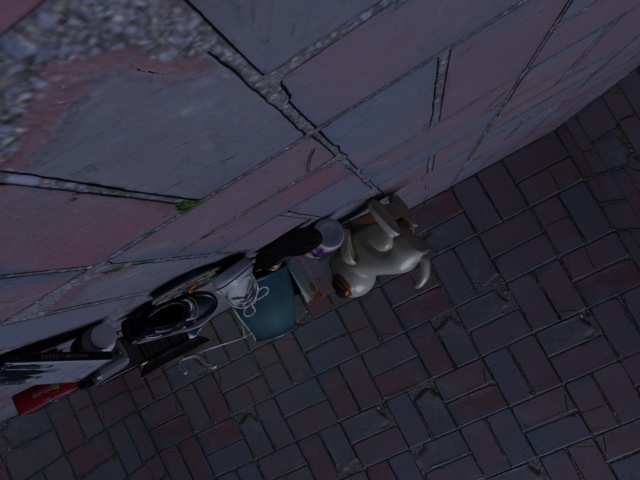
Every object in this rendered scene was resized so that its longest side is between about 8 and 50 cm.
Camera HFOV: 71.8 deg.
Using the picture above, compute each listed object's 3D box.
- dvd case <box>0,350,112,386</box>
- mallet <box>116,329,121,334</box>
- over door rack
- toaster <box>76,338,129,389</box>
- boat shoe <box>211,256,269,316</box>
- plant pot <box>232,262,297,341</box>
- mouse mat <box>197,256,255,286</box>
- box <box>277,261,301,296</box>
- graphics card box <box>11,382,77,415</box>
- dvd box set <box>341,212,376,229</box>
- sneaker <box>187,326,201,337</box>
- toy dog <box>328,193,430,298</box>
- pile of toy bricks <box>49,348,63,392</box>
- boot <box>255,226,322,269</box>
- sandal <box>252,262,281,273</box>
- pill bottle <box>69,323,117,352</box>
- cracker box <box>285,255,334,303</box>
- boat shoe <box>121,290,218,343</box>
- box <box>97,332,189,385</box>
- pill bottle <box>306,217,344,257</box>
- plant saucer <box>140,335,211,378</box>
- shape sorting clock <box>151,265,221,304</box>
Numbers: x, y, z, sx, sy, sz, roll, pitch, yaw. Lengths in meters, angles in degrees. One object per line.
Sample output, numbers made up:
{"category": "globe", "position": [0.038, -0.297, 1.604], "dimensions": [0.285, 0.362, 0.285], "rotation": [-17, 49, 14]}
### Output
{"category": "dvd case", "position": [-0.668, 0.312, 1.075], "dimensions": [0.179, 0.029, 0.239], "rotation": [-31, 153, 28]}
{"category": "mallet", "position": [-0.655, 0.297, 1.439], "dimensions": [0.190, 0.039, 0.062], "rotation": [-25, 177, 10]}
{"category": "over door rack", "position": [-0.436, 0.470, 1.866], "dimensions": [0.324, 0.108, 0.239], "rotation": [-27, 175, -23]}
{"category": "toaster", "position": [-0.801, 0.445, 1.598], "dimensions": [0.227, 0.129, 0.146], "rotation": [-34, 175, 36]}
{"category": "boat shoe", "position": [-0.242, 0.158, 1.377], "dimensions": [0.136, 0.156, 0.367], "rotation": [-35, 178, -14]}
{"category": "plant pot", "position": [-0.220, 0.257, 1.776], "dimensions": [0.272, 0.255, 0.271], "rotation": [-19, -175, 2]}
{"category": "mouse mat", "position": [-0.308, 0.102, 1.482], "dimensions": [0.153, 0.007, 0.190], "rotation": [-32, 173, 36]}
{"category": "box", "position": [-0.117, 0.155, 2.004], "dimensions": [0.103, 0.184, 0.261], "rotation": [-29, 174, 2]}
{"category": "graphics card box", "position": [-1.202, 0.679, 1.983], "dimensions": [0.233, 0.094, 0.371], "rotation": [-26, 173, -28]}
{"category": "dvd box set", "position": [0.131, -0.035, 2.120], "dimensions": [0.421, 0.062, 0.308], "rotation": [-25, 174, -30]}
{"category": "sneaker", "position": [-0.730, 0.469, 2.224], "dimensions": [0.208, 0.127, 0.319], "rotation": [-29, 174, -5]}
{"category": "toy dog", "position": [0.206, 0.063, 1.760], "dimensions": [0.408, 0.395, 0.284], "rotation": [-42, 177, 32]}
{"category": "pile of toy bricks", "position": [-0.775, 0.387, 1.269], "dimensions": [0.118, 0.105, 0.212], "rotation": [-25, 174, -33]}
{"category": "boot", "position": [-0.085, 0.009, 1.427], "dimensions": [0.247, 0.083, 0.161], "rotation": [-24, -176, 23]}
{"category": "sandal", "position": [-0.195, 0.094, 1.679], "dimensions": [0.219, 0.060, 0.090], "rotation": [-30, 175, 18]}
{"category": "pill bottle", "position": [-0.605, 0.276, 1.185], "dimensions": [0.152, 0.086, 0.086], "rotation": [-32, 174, 39]}
{"category": "cracker box", "position": [-0.053, 0.125, 1.771], "dimensions": [0.067, 0.232, 0.156], "rotation": [-27, 175, -29]}
{"category": "boat shoe", "position": [-0.429, 0.229, 1.391], "dimensions": [0.158, 0.127, 0.341], "rotation": [-23, 179, 39]}
{"category": "box", "position": [-0.757, 0.452, 1.838], "dimensions": [0.382, 0.143, 0.191], "rotation": [-23, 172, -30]}
{"category": "pill bottle", "position": [0.000, 0.000, 1.515], "dimensions": [0.108, 0.108, 0.193], "rotation": [-26, 174, -23]}
{"category": "plant saucer", "position": [-0.611, 0.478, 1.853], "dimensions": [0.311, 0.050, 0.310], "rotation": [-28, 173, -4]}
{"category": "shape sorting clock", "position": [-0.365, 0.126, 1.216], "dimensions": [0.206, 0.040, 0.206], "rotation": [-27, 175, -3]}
